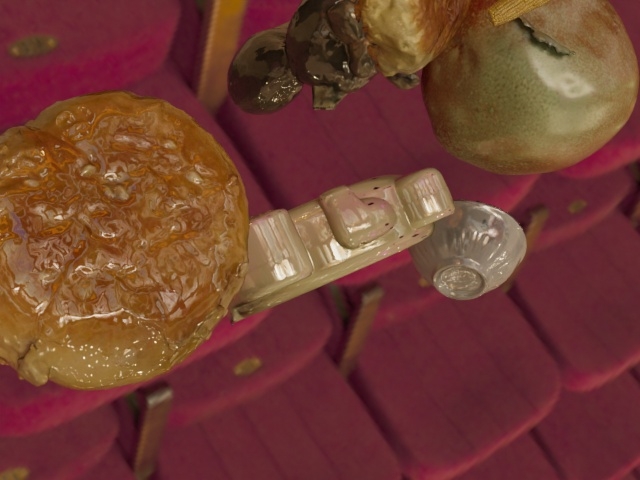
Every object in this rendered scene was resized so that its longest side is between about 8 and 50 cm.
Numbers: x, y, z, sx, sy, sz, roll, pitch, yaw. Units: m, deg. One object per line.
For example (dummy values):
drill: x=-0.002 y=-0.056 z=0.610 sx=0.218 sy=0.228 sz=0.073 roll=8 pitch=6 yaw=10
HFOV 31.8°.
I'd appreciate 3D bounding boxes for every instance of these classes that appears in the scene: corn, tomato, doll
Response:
corn: x=0.211 y=-0.249 z=1.173 sx=0.083 sy=0.027 sz=0.028 roll=-29 pitch=-167 yaw=-9
tomato: x=0.282 y=-0.234 z=1.575 sx=0.303 sy=0.303 sz=0.239 roll=-58 pitch=168 yaw=31
doll: x=0.028 y=-0.384 z=1.838 sx=0.382 sy=0.378 sz=0.252 roll=-53 pitch=132 yaw=-41

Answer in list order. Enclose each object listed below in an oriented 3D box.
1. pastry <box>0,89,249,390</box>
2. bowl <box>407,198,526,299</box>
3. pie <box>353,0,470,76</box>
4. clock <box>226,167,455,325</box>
pastry: x=-0.222 y=0.009 z=1.102 sx=0.316 sy=0.284 sz=0.184 roll=-51 pitch=-176 yaw=-35
bowl: x=0.214 y=0.032 z=1.686 sx=0.189 sy=0.189 sz=0.086 roll=104 pitch=-2 yaw=-49
pie: x=0.107 y=-0.325 z=1.190 sx=0.315 sy=0.092 sz=0.315 roll=5 pitch=90 yaw=-73
clock: x=0.000 y=0.000 z=1.450 sx=0.309 sy=0.114 sz=0.284 roll=-23 pitch=177 yaw=-18
